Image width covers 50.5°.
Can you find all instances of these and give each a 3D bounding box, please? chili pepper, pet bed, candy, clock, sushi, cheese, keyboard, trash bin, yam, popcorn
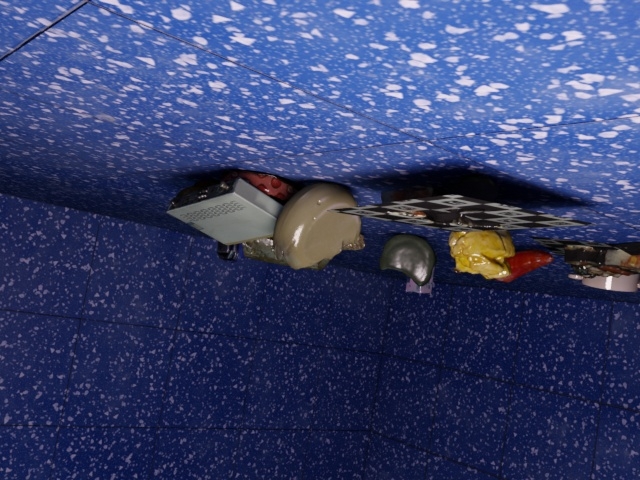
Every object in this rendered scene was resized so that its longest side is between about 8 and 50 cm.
[{"bbox_3d":[0.543,0.068,1.871,0.063,0.071,0.272,-16,170,-31],"label":"chili pepper"},{"bbox_3d":[-0.131,-0.112,1.512,0.201,0.053,0.201,12,170,2],"label":"pet bed"},{"bbox_3d":[0.365,0.114,2.463,0.073,0.160,0.092,9,-178,39],"label":"candy"},{"bbox_3d":[0.834,0.103,1.951,0.229,0.063,0.156,10,-172,28],"label":"clock"},{"bbox_3d":[0.742,0.064,1.759,0.340,0.068,0.320,6,174,30],"label":"sushi"},{"bbox_3d":[-0.015,-0.027,1.421,0.202,0.175,0.091,-34,-142,-26],"label":"cheese"},{"bbox_3d":[0.736,0.017,1.529,0.053,0.010,0.155,27,170,-12],"label":"keyboard"},{"bbox_3d":[-0.239,0.004,2.403,0.235,0.162,0.184,6,178,-29],"label":"trash bin"},{"bbox_3d":[-0.088,-0.002,2.042,0.305,0.168,0.168,11,175,2],"label":"yam"},{"bbox_3d":[0.249,-0.071,1.233,0.343,0.064,0.359,8,175,-31],"label":"sushi"},{"bbox_3d":[0.371,0.021,1.558,0.167,0.152,0.148,33,-149,-4],"label":"popcorn"}]

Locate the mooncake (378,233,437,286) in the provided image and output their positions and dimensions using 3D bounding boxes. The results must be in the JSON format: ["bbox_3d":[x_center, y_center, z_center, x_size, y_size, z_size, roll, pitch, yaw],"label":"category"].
[{"bbox_3d":[0.268,0.065,2.075,0.168,0.175,0.104,-33,166,3],"label":"mooncake"}]

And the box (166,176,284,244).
[{"bbox_3d":[-0.197,-0.060,1.507,0.211,0.045,0.270,32,153,-34],"label":"box"}]

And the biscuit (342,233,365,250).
[{"bbox_3d":[0.064,-0.002,2.249,0.169,0.070,0.082,5,-178,22],"label":"biscuit"}]

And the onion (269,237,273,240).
[{"bbox_3d":[-0.117,-0.053,1.849,0.117,0.118,0.119,-24,-174,-20],"label":"onion"}]

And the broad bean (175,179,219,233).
[{"bbox_3d":[-0.253,-0.078,1.690,0.156,0.122,0.229,-17,162,37],"label":"broad bean"}]
